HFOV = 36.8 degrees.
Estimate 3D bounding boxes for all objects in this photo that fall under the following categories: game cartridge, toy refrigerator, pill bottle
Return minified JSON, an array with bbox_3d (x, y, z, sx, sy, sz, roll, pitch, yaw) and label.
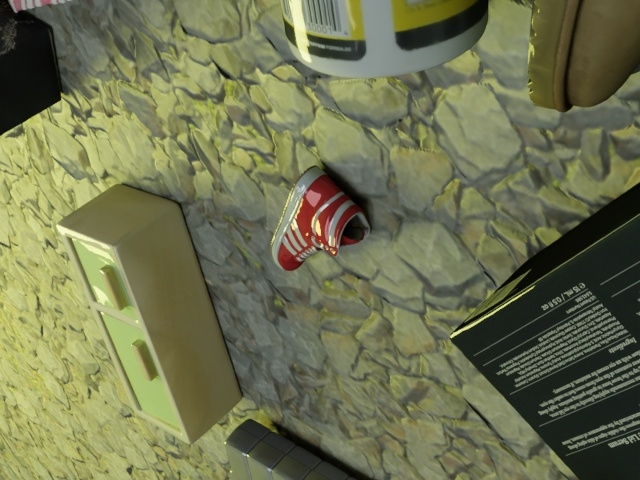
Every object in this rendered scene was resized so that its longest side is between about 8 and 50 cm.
[{"bbox_3d":[0.008,0.377,1.125,0.230,0.068,0.355,27,140,36],"label":"game cartridge"},{"bbox_3d":[-0.179,0.084,1.024,0.102,0.094,0.269,19,134,38],"label":"toy refrigerator"},{"bbox_3d":[0.025,-0.202,0.502,0.119,0.119,0.208,22,137,35],"label":"pill bottle"}]

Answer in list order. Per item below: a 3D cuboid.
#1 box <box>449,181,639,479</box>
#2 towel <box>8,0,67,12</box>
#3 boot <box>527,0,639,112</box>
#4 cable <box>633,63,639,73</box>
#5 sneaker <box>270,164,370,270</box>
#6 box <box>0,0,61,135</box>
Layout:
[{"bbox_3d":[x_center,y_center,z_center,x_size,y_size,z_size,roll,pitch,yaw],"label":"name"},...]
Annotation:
[{"bbox_3d":[0.223,0.053,0.535,0.184,0.103,0.261,50,145,4],"label":"box"},{"bbox_3d":[-0.251,-0.271,0.828,0.197,0.029,0.144,7,126,45],"label":"towel"},{"bbox_3d":[0.221,-0.108,0.351,0.270,0.089,0.236,15,151,13],"label":"boot"},{"bbox_3d":[0.190,-0.180,0.420,0.140,0.072,0.287,20,151,12],"label":"cable"},{"bbox_3d":[0.000,0.000,0.788,0.067,0.042,0.118,41,143,19],"label":"sneaker"},{"bbox_3d":[-0.369,-0.170,0.940,0.156,0.158,0.093,33,143,23],"label":"box"}]
